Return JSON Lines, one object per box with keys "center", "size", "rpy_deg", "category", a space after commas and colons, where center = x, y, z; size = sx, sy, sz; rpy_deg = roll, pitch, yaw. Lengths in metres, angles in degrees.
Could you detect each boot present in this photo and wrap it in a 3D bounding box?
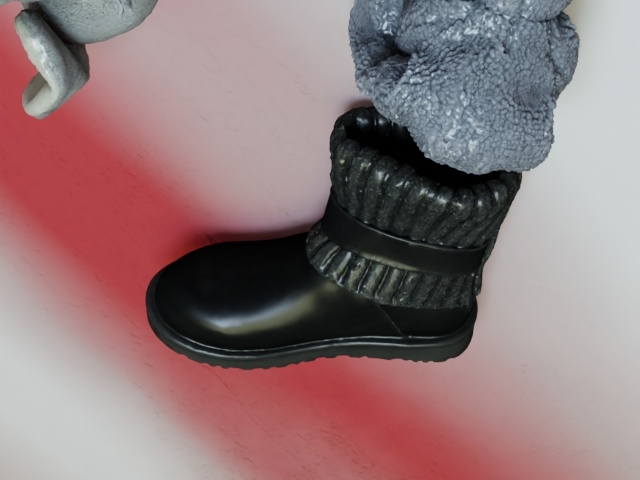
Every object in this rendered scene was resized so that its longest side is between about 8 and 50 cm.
{"center": [0.001, -0.003, 1.121], "size": [0.348, 0.131, 0.260], "rpy_deg": [-2, 142, -2], "category": "boot"}

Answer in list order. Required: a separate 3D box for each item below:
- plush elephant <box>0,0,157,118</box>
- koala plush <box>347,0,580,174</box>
{"center": [-0.209, -0.244, 0.870], "size": [0.330, 0.272, 0.255], "rpy_deg": [43, 176, 12], "category": "plush elephant"}
{"center": [0.139, -0.182, 0.894], "size": [0.196, 0.203, 0.221], "rpy_deg": [19, 123, -9], "category": "koala plush"}
